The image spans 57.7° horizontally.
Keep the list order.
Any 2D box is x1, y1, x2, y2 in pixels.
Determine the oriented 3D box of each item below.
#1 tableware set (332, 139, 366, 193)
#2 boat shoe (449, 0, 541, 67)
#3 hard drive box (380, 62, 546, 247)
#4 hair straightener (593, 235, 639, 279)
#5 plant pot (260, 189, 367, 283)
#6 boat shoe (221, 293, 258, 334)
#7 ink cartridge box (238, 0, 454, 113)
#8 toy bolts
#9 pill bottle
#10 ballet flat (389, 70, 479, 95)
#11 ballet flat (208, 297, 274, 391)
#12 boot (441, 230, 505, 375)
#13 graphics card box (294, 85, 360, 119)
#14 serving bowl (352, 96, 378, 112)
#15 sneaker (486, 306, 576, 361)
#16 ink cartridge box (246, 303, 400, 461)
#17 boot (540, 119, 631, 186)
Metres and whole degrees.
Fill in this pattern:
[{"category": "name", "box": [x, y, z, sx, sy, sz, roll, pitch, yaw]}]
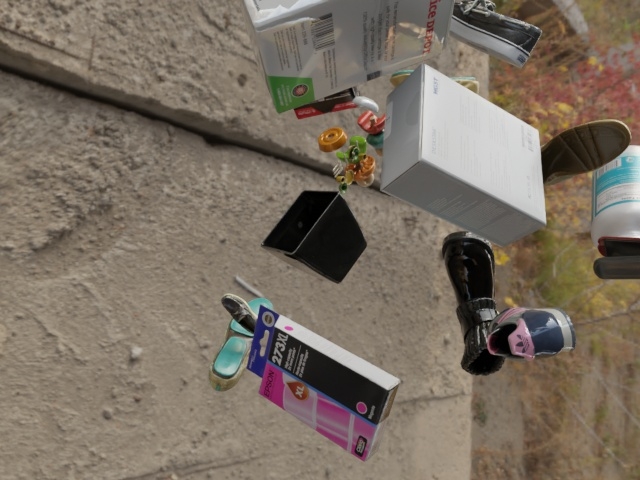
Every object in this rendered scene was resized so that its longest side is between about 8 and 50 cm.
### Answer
[{"category": "tableware set", "box": [0.091, -0.214, 1.717, 0.154, 0.024, 0.104, -54, 142, -31]}, {"category": "boat shoe", "box": [0.361, -0.511, 1.342, 0.113, 0.306, 0.105, 6, 117, -55]}, {"category": "hard drive box", "box": [0.209, -0.120, 0.845, 0.232, 0.089, 0.181, 23, 56, -23]}, {"category": "hair straightener", "box": [0.451, 0.044, 0.696, 0.089, 0.230, 0.047, -58, 140, -33]}, {"category": "plant pot", "box": [0.000, 0.000, 1.424, 0.167, 0.187, 0.188, 43, 74, -26]}, {"category": "boat shoe", "box": [-0.224, 0.212, 1.667, 0.152, 0.056, 0.049, 41, 15, -12]}, {"category": "ink cartridge box", "box": [0.038, -0.332, 0.853, 0.211, 0.289, 0.122, 79, -10, -70]}, {"category": "toy bolts", "box": [0.131, -0.298, 1.896, 0.228, 0.218, 0.158, -45, 132, -16]}, {"category": "pill bottle", "box": [0.625, -0.058, 1.169, 0.146, 0.146, 0.264, 53, 43, -34]}, {"category": "ballet flat", "box": [0.227, -0.279, 1.107, 0.232, 0.080, 0.073, -8, 96, -36]}, {"category": "ballet flat", "box": [-0.245, 0.318, 1.775, 0.123, 0.123, 0.348, 63, 32, -26]}, {"category": "boot", "box": [0.405, 0.168, 1.517, 0.260, 0.131, 0.348, -79, 150, -41]}, {"category": "graphics card box", "box": [-0.027, -0.591, 1.916, 0.371, 0.232, 0.094, 63, 27, -43]}, {"category": "serving bowl", "box": [0.136, -0.404, 1.709, 0.083, 0.083, 0.027, 9, 108, -50]}, {"category": "sneaker", "box": [0.389, 0.197, 1.206, 0.131, 0.319, 0.112, -12, 78, -8]}, {"category": "ink cartridge box", "box": [-0.021, 0.292, 1.236, 0.069, 0.371, 0.176, -13, 122, -54]}, {"category": "boot", "box": [0.431, -0.150, 0.990, 0.165, 0.213, 0.077, -24, 87, -47]}]
